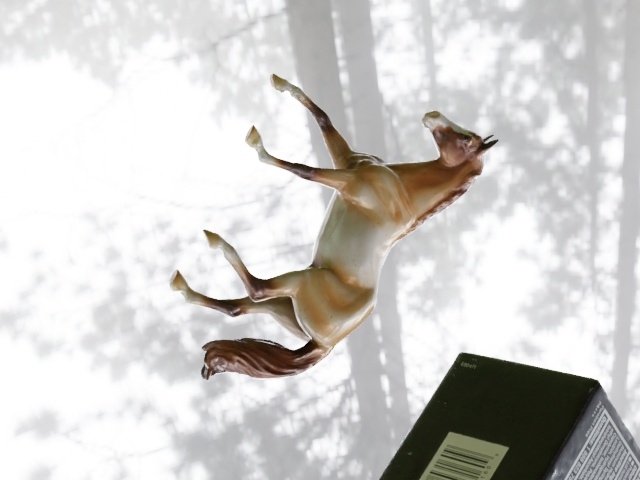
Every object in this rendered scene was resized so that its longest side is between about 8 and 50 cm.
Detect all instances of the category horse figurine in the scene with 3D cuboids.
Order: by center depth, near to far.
[{"bbox_3d":[0.000,0.000,1.062,0.174,0.066,0.263,27,-98,-14],"label":"horse figurine"}]

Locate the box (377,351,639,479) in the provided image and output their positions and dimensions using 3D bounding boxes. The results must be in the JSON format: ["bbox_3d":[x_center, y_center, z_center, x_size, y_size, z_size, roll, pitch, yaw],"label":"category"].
[{"bbox_3d":[0.183,0.317,1.330,0.183,0.294,0.296,8,-126,48],"label":"box"}]
